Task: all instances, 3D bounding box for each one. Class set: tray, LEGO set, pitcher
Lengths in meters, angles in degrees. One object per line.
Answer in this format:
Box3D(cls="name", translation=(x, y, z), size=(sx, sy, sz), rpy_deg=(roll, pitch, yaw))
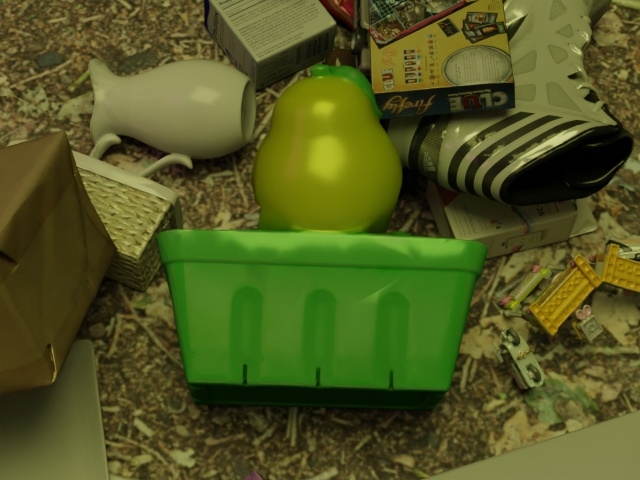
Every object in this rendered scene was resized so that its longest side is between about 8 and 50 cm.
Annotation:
Box3D(cls="tray", translation=(-0.316, 0.246, 1.732), size=(0.145, 0.030, 0.270), rpy_deg=(-8, 61, -6))
Box3D(cls="LEGO set", translation=(0.326, 0.068, 1.842), size=(0.287, 0.107, 0.132), rpy_deg=(-22, 99, -19))
Box3D(cls="pitcher", translation=(-0.193, -0.142, 1.917), size=(0.207, 0.125, 0.177), rpy_deg=(3, 81, 11))

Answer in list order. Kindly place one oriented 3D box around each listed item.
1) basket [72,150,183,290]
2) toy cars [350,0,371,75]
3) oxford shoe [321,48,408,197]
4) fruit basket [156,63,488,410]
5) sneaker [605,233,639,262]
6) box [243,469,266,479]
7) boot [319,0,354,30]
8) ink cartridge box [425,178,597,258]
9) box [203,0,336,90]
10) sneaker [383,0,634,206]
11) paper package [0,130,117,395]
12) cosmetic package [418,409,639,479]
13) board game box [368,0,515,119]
Box3D(cls="basket", translation=(-0.263, -0.023, 1.841), size=(0.167, 0.113, 0.103), rpy_deg=(22, 66, 9))
Box3D(cls="toy cars", translation=(0.017, -0.349, 1.979), size=(0.176, 0.087, 0.393), rpy_deg=(-32, 73, -29))
Box3D(cls="oxford shoe", translation=(0.062, -0.168, 1.945), size=(0.083, 0.096, 0.227), rpy_deg=(-19, 62, -11))
Box3D(cls="fruit basket", translation=(0.000, 0.000, 1.736), size=(0.392, 0.283, 0.392), rpy_deg=(0, 76, -2))
Box3D(cls="sneaker", translation=(0.408, 0.010, 1.891), size=(0.109, 0.040, 0.043), rpy_deg=(-2, 58, -5))
Box3D(cls="box", translation=(-0.063, 0.396, 1.543), size=(0.201, 0.057, 0.293), rpy_deg=(-42, 43, -3))
Box3D(cls="boot", translation=(0.111, -0.371, 2.069), size=(0.176, 0.088, 0.244), rpy_deg=(40, 74, 18))
Box3D(cls="ink cartridge box", translation=(0.243, -0.051, 1.901), size=(0.198, 0.067, 0.115), rpy_deg=(-13, 61, -10))
Box3D(cls="box", translation=(-0.069, -0.289, 2.019), size=(0.126, 0.072, 0.137), rpy_deg=(-28, 66, -18))
Box3D(cls="sneaker", translation=(0.300, -0.179, 1.883), size=(0.257, 0.169, 0.447), rpy_deg=(30, 54, 25))
Box3D(cls="paper package", translation=(-0.424, 0.045, 1.648), size=(0.325, 0.168, 0.309), rpy_deg=(-14, 27, 15))
Box3D(cls="cosmetic package", translation=(0.220, 0.346, 1.630), size=(0.385, 0.156, 0.217), rpy_deg=(-13, 62, -11))
Box3D(cls="board game box", translation=(0.140, -0.243, 1.809), size=(0.165, 0.042, 0.243), rpy_deg=(-4, 45, 5))
